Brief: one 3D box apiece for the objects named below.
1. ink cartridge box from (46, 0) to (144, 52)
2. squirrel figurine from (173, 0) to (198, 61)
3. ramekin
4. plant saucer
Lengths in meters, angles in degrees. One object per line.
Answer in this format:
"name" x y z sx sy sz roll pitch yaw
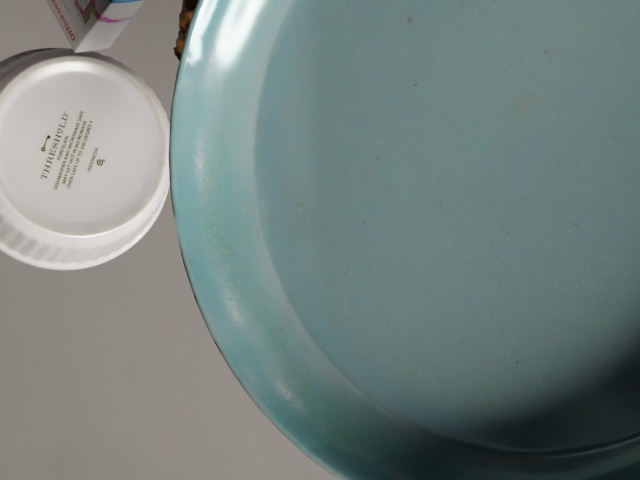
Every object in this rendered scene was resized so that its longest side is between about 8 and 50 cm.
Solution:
"ink cartridge box" -0.241 -0.273 1.618 0.122 0.052 0.088 -43 72 46
"squirrel figurine" 0.039 -0.188 1.422 0.281 0.397 0.370 9 50 40
"ramekin" -0.296 -0.102 1.770 0.272 0.127 0.273 2 85 -20
"plant saucer" 0.079 -0.038 0.630 0.317 0.043 0.318 0 90 28
